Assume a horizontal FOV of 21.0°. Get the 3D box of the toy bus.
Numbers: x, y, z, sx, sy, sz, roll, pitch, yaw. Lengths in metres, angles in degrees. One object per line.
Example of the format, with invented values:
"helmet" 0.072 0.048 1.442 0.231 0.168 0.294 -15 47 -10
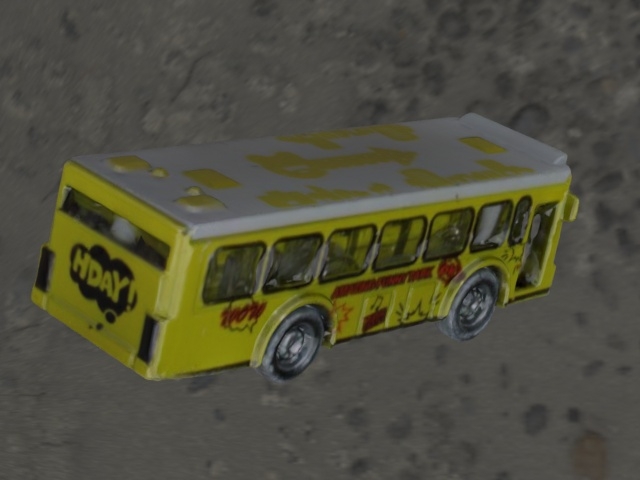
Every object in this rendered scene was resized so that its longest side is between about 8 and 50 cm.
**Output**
"toy bus" 0.000 0.000 0.660 0.226 0.081 0.074 -9 117 -44
